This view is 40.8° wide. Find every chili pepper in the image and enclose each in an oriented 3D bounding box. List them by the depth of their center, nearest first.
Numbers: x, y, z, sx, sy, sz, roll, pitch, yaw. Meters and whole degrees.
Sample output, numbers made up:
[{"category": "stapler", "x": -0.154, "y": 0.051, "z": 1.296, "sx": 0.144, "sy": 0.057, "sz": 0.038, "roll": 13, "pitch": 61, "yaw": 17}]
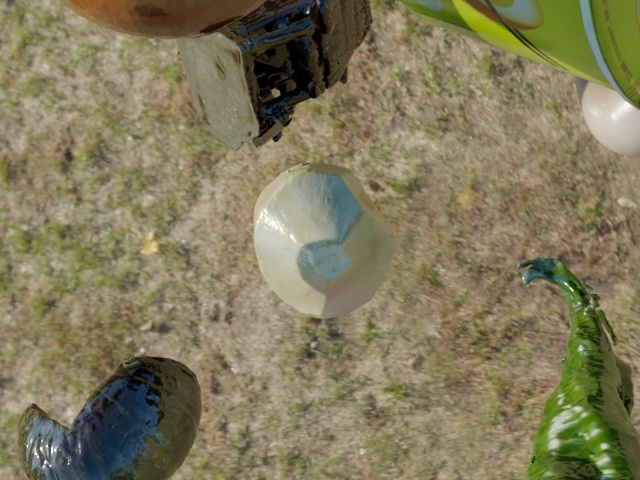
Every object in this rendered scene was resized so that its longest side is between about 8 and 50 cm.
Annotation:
[{"category": "chili pepper", "x": 0.163, "y": 0.104, "z": 0.540, "sx": 0.085, "sy": 0.359, "sz": 0.076, "roll": 12, "pitch": 110, "yaw": 7}]

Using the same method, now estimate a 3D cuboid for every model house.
[{"category": "model house", "x": -0.031, "y": -0.278, "z": 1.263, "sx": 0.283, "sy": 0.317, "sz": 0.297, "roll": -31, "pitch": 54, "yaw": -16}]

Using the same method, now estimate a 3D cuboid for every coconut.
[{"category": "coconut", "x": 0.000, "y": 0.000, "z": 1.261, "sx": 0.197, "sy": 0.237, "sz": 0.236, "roll": -30, "pitch": 66, "yaw": 6}]

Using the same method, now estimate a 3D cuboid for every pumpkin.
[{"category": "pumpkin", "x": -0.196, "y": 0.194, "z": 0.803, "sx": 0.184, "sy": 0.119, "sz": 0.107, "roll": -30, "pitch": 34, "yaw": 9}]

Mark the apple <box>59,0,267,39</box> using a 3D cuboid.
[{"category": "apple", "x": -0.118, "y": -0.286, "z": 0.662, "sx": 0.254, "sy": 0.253, "sz": 0.253, "roll": -6, "pitch": 76, "yaw": 26}]

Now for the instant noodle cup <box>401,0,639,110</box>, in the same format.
[{"category": "instant noodle cup", "x": 0.190, "y": -0.257, "z": 0.613, "sx": 0.222, "sy": 0.311, "sz": 0.311, "roll": 25, "pitch": 91, "yaw": 45}]

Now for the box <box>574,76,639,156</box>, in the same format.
[{"category": "box", "x": 0.335, "y": -0.183, "z": 0.901, "sx": 0.146, "sy": 0.088, "sz": 0.200, "roll": -47, "pitch": 29, "yaw": 45}]
